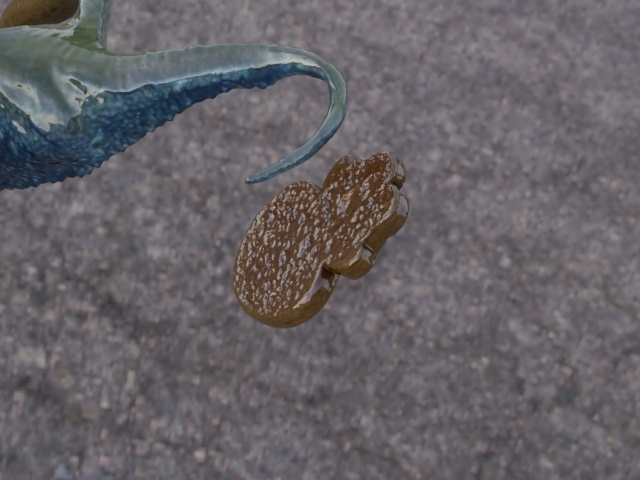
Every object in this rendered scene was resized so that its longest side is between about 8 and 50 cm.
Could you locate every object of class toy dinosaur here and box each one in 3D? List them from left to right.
[{"bbox_3d":[-0.151,-0.076,0.713,0.363,0.147,0.076,-13,8,31],"label":"toy dinosaur"}]

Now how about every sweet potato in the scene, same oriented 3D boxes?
[{"bbox_3d":[-0.199,-0.206,1.119,0.069,0.249,0.059,17,60,-22],"label":"sweet potato"}]

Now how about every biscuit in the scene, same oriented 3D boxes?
[{"bbox_3d":[0.000,0.000,1.069,0.026,0.175,0.124,30,43,-37],"label":"biscuit"}]
